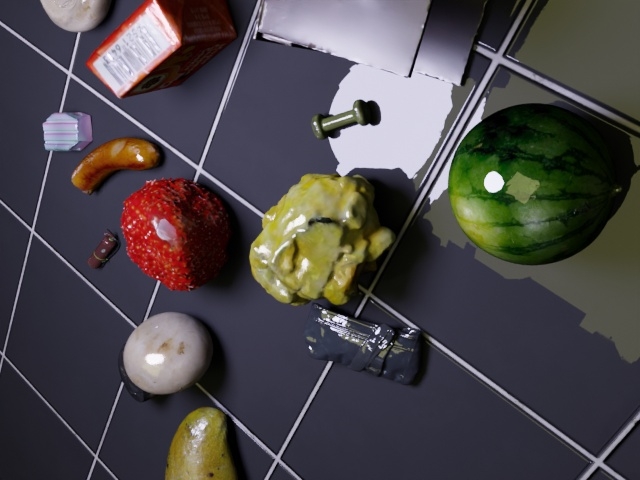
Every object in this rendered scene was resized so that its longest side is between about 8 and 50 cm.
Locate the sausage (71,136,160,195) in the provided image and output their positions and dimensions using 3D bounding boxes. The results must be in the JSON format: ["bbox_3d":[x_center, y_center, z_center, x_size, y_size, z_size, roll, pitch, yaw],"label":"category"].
[{"bbox_3d":[-0.516,-0.194,1.457,0.302,0.076,0.103,-15,100,34],"label":"sausage"}]

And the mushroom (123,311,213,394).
[{"bbox_3d":[-0.358,0.284,1.403,0.207,0.207,0.215,32,145,23],"label":"mushroom"}]

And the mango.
[{"bbox_3d":[-0.292,0.573,1.424,0.176,0.175,0.329,-10,96,-12],"label":"mango"}]

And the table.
[{"bbox_3d":[0.090,-0.375,0.943,0.282,0.250,0.196,25,111,24],"label":"table"}]

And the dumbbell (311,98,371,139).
[{"bbox_3d":[0.039,-0.231,1.123,0.118,0.046,0.052,-13,99,33],"label":"dumbbell"}]

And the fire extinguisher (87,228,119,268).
[{"bbox_3d":[-0.575,0.025,1.559,0.056,0.039,0.132,37,121,-16],"label":"fire extinguisher"}]

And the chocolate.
[{"bbox_3d":[-0.315,-0.401,1.207,0.237,0.235,0.108,-28,98,32],"label":"chocolate"}]

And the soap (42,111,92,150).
[{"bbox_3d":[-0.662,-0.286,1.539,0.149,0.056,0.100,6,105,31],"label":"soap"}]

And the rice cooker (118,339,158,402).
[{"bbox_3d":[-0.453,0.329,1.501,0.112,0.106,0.165,9,101,42],"label":"rice cooker"}]

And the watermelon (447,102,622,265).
[{"bbox_3d":[0.311,-0.082,0.872,0.242,0.242,0.242,7,103,31],"label":"watermelon"}]

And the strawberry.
[{"bbox_3d":[-0.329,-0.013,1.282,0.261,0.257,0.261,8,110,23],"label":"strawberry"}]

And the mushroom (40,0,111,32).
[{"bbox_3d":[-0.594,-0.588,1.362,0.206,0.209,0.206,34,140,35],"label":"mushroom"}]

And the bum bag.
[{"bbox_3d":[0.083,0.206,1.176,0.248,0.060,0.123,16,109,27],"label":"bum bag"}]

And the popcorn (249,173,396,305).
[{"bbox_3d":[0.000,0.000,1.099,0.252,0.215,0.286,50,117,21],"label":"popcorn"}]
